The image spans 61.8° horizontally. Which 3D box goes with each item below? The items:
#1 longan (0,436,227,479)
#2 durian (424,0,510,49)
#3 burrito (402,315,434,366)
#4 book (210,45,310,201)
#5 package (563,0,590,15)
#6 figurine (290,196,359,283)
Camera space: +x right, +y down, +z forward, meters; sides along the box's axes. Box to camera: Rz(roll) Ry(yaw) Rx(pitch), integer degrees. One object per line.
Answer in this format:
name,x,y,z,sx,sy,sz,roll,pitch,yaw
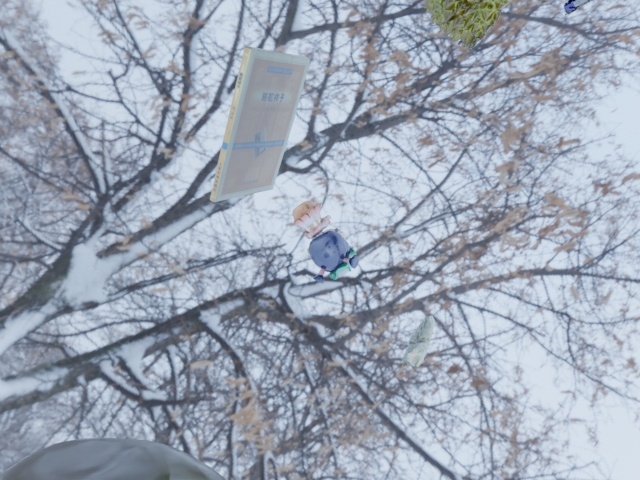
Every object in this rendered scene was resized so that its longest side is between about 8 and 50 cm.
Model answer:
longan,-0.229,0.373,0.554,0.361,0.361,0.361,29,-47,35
durian,0.217,-0.389,0.711,0.137,0.193,0.237,34,-49,-5
burrito,0.219,0.221,1.177,0.045,0.185,0.041,10,-68,18
book,-0.096,-0.184,0.869,0.018,0.170,0.242,28,-66,21
package,0.321,-0.318,0.631,0.077,0.033,0.110,49,-36,-7
figurine,0.000,0.000,1.210,0.111,0.102,0.195,-37,-94,18
